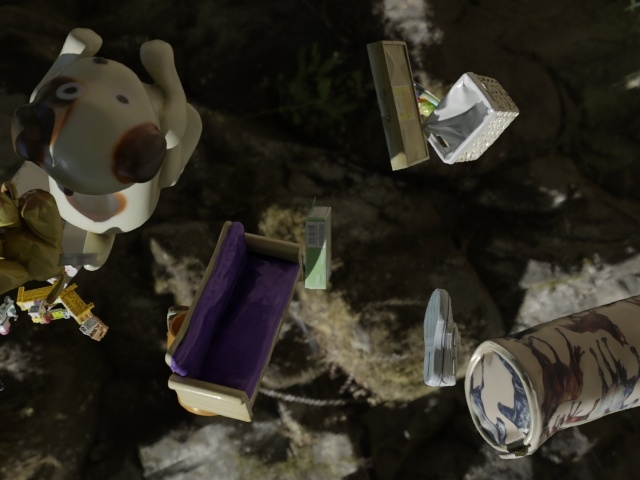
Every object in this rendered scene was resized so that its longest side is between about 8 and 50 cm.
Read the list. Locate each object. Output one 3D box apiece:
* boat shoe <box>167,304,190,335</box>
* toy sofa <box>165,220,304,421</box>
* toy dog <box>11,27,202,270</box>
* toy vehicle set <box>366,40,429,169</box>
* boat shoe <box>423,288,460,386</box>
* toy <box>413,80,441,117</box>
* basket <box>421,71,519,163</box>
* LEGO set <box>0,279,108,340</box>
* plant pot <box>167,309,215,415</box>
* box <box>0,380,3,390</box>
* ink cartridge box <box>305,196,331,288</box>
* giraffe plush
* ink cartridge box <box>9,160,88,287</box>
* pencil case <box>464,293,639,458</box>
[{"bbox_3d":[-0.375,0.265,2.402,0.257,0.095,0.095,81,-171,-63],"label":"boat shoe"},{"bbox_3d":[-0.156,0.149,1.714,0.177,0.150,0.362,84,-158,-55],"label":"toy sofa"},{"bbox_3d":[-0.377,-0.164,1.473,0.408,0.285,0.395,142,150,-79],"label":"toy dog"},{"bbox_3d":[0.168,-0.291,1.888,0.166,0.035,0.266,-24,-77,-65],"label":"toy vehicle set"},{"bbox_3d":[0.287,0.228,2.059,0.083,0.076,0.226,168,110,-72],"label":"boat shoe"},{"bbox_3d":[0.273,-0.362,2.335,0.237,0.056,0.137,40,-177,-11],"label":"toy"},{"bbox_3d":[0.312,-0.252,1.836,0.167,0.103,0.113,-50,60,37],"label":"basket"},{"bbox_3d":[-0.578,0.173,1.981,0.107,0.287,0.132,77,-155,-46],"label":"LEGO set"},{"bbox_3d":[-0.249,0.282,1.994,0.205,0.205,0.187,-128,44,-59],"label":"plant pot"},{"bbox_3d":[-0.718,0.225,1.647,0.108,0.153,0.207,-15,102,42],"label":"box"},{"bbox_3d":[0.000,0.000,2.112,0.235,0.056,0.171,-65,-24,-73],"label":"ink cartridge box"},{"bbox_3d":[-0.475,-0.011,1.368,0.210,0.181,0.170,20,-173,-43],"label":"giraffe plush"},{"bbox_3d":[-0.625,-0.032,2.010,0.233,0.168,0.171,34,150,-14],"label":"ink cartridge box"},{"bbox_3d":[0.399,0.199,1.324,0.160,0.411,0.183,-51,56,50],"label":"pencil case"}]
